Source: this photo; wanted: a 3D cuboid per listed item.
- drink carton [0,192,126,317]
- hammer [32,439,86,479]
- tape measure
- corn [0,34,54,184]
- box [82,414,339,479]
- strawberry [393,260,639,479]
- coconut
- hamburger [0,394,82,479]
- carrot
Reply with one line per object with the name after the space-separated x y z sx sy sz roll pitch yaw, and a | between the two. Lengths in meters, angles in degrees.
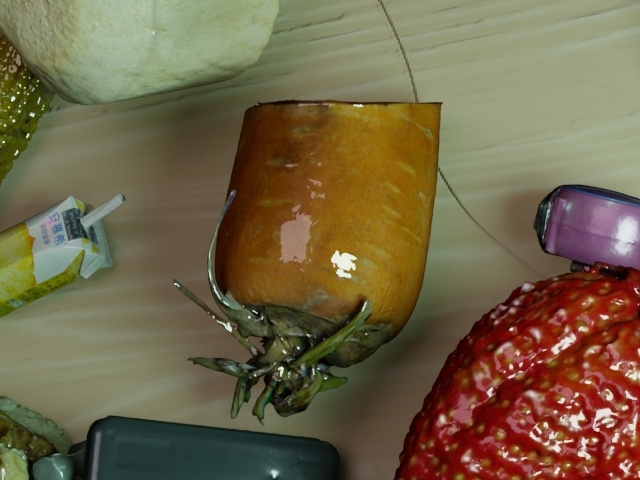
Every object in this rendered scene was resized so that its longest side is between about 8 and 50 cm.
-0.268 0.006 1.964 0.200 0.074 0.084 -24 62 16 | drink carton
-0.167 0.285 1.785 0.041 0.158 0.226 -29 79 35 | hammer
0.251 -0.005 1.677 0.118 0.125 0.074 17 97 35 | tape measure
-0.342 -0.132 2.045 0.097 0.097 0.320 30 85 33 | corn
-0.099 0.242 1.727 0.230 0.050 0.160 8 70 -12 | box
0.185 0.165 1.568 0.288 0.238 0.250 -23 48 -10 | strawberry
-0.169 -0.283 1.915 0.328 0.329 0.329 -10 67 24 | coconut
-0.387 0.265 1.855 0.318 0.195 0.277 27 87 35 | hamburger
0.000 0.000 1.753 0.193 0.214 0.331 1 75 29 | carrot
